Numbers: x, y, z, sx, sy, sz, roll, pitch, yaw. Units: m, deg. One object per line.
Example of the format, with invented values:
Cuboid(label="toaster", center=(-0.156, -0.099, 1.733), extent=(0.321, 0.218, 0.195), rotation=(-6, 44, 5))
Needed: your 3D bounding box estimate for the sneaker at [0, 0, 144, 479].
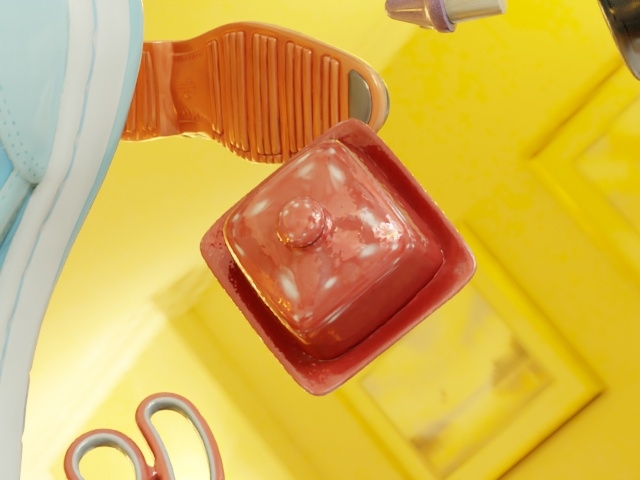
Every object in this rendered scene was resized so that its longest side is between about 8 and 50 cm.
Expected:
Cuboid(label="sneaker", center=(-0.182, 0.036, 0.461), extent=(0.208, 0.127, 0.319), rotation=(-4, -68, -60))

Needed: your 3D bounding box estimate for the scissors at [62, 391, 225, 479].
Cuboid(label="scissors", center=(-0.087, 0.231, 1.070), extent=(0.109, 0.297, 0.021), rotation=(-16, -34, -17))

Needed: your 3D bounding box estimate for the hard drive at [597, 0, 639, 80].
Cuboid(label="hard drive", center=(0.131, -0.190, 0.473), extent=(0.172, 0.255, 0.054), rotation=(-13, -8, 37))

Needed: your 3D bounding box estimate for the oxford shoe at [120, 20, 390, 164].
Cuboid(label="oxford shoe", center=(-0.059, -0.148, 1.525), extent=(0.132, 0.363, 0.130), rotation=(-9, -75, -47))

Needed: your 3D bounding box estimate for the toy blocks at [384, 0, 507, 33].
Cuboid(label="toy blocks", center=(-0.018, -0.300, 1.198), extent=(0.260, 0.309, 0.288), rotation=(-8, -31, 19))

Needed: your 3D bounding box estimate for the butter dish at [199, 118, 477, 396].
Cuboid(label="butter dish", center=(0.000, 0.000, 1.108), extent=(0.160, 0.160, 0.118), rotation=(-39, -20, 2))
